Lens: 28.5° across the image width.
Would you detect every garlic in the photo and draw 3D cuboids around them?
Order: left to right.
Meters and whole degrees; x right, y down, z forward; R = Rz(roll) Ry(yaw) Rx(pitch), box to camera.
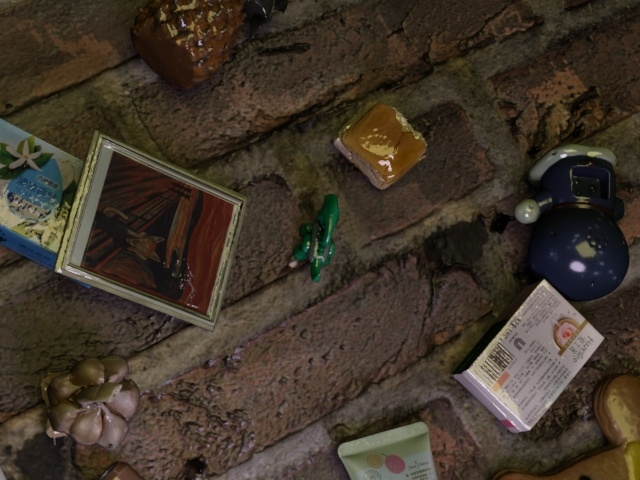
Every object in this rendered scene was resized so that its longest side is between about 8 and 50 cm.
[{"bbox_3d":[-0.294,0.206,1.680,0.127,0.194,0.131,10,67,-23],"label":"garlic"}]

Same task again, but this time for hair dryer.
[{"bbox_3d":[-0.292,0.397,1.694,0.117,0.064,0.182,43,73,0],"label":"hair dryer"}]

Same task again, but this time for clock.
[{"bbox_3d":[0.398,-0.023,1.972,0.199,0.146,0.243,9,65,-15],"label":"clock"}]

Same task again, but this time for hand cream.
[{"bbox_3d":[0.133,0.420,1.793,0.147,0.093,0.306,-12,77,-21],"label":"hand cream"}]

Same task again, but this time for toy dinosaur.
[{"bbox_3d":[0.000,0.000,1.870,0.059,0.096,0.132,12,69,-12],"label":"toy dinosaur"}]

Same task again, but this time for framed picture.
[{"bbox_3d":[-0.231,-0.012,1.786,0.273,0.016,0.217,23,70,-34],"label":"framed picture"}]

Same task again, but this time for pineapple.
[{"bbox_3d":[-0.125,-0.388,1.915,0.165,0.165,0.364,42,65,-1],"label":"pineapple"}]

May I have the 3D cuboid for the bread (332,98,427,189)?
[{"bbox_3d":[0.096,-0.151,1.947,0.125,0.082,0.106,46,61,-3],"label":"bread"}]

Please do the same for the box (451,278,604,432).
[{"bbox_3d":[0.315,0.176,1.913,0.135,0.081,0.199,44,75,-2],"label":"box"}]

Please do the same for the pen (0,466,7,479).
[{"bbox_3d":[-0.462,0.270,1.694,0.026,0.026,0.218,-25,83,-21],"label":"pen"}]

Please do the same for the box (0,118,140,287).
[{"bbox_3d":[-0.390,-0.052,1.776,0.232,0.083,0.143,27,66,-6],"label":"box"}]

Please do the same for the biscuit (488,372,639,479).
[{"bbox_3d":[0.454,0.410,1.899,0.394,0.076,0.368,-25,84,-21],"label":"biscuit"}]
